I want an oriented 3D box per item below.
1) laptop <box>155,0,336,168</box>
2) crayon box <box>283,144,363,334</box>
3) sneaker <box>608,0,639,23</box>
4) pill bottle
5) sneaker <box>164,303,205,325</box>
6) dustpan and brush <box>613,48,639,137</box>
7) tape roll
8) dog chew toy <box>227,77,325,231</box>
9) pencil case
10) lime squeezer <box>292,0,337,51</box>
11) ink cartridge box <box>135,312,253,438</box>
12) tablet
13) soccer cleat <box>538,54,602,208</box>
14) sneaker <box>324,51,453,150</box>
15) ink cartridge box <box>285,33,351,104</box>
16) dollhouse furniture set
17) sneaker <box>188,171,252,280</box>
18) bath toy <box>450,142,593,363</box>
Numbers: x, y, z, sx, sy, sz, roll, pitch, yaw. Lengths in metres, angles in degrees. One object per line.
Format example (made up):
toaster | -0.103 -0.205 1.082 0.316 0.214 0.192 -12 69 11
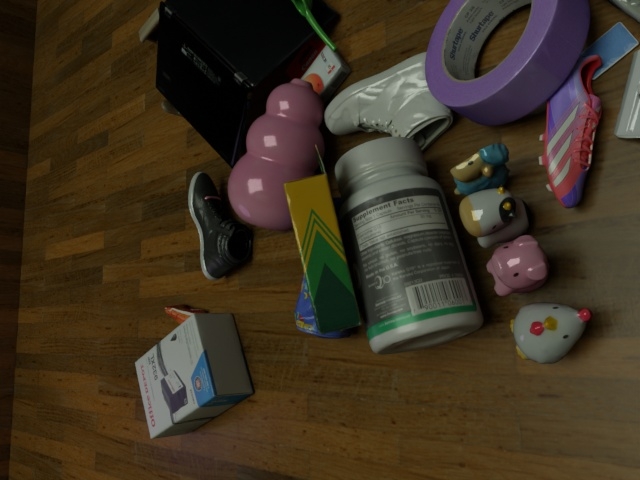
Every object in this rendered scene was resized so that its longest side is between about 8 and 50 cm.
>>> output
laptop | -0.215 -0.479 1.516 0.382 0.236 0.408 46 141 23
crayon box | 0.000 0.000 1.092 0.081 0.202 0.319 -13 87 1
sneaker | 0.458 -0.449 0.915 0.126 0.127 0.321 -45 82 21
pill bottle | 0.148 0.009 1.077 0.204 0.204 0.361 -29 65 37
sneaker | -0.385 0.217 1.652 0.175 0.064 0.067 10 102 46
dustpan and brush | 0.534 -0.214 0.840 0.211 0.060 0.147 16 96 44
tape roll | 0.307 -0.340 1.003 0.275 0.090 0.275 -32 48 44
dog chew toy | -0.084 -0.194 1.319 0.206 0.206 0.332 23 101 43
pencil case | 0.017 0.052 1.251 0.133 0.119 0.306 5 88 23
lime squeezer | -0.022 -0.569 1.372 0.059 0.109 0.310 136 135 -62
ink cartridge box | -0.339 0.355 1.541 0.307 0.129 0.223 -38 60 34
tablet | 0.464 -0.307 0.956 0.083 0.006 0.054 -41 58 31
soccer cleat | 0.407 -0.177 0.944 0.095 0.083 0.248 -9 75 42
sneaker | 0.130 -0.241 1.195 0.292 0.108 0.169 -22 67 38
ink cartridge box | -0.020 -0.409 1.403 0.145 0.045 0.179 -47 58 28
dollhouse furniture set | -0.411 -0.521 1.706 0.212 0.161 0.242 -33 63 36
sneaker | -0.255 -0.054 1.542 0.147 0.104 0.296 -19 77 38
bath toy | 0.320 0.022 0.947 0.129 0.151 0.348 -43 58 49
